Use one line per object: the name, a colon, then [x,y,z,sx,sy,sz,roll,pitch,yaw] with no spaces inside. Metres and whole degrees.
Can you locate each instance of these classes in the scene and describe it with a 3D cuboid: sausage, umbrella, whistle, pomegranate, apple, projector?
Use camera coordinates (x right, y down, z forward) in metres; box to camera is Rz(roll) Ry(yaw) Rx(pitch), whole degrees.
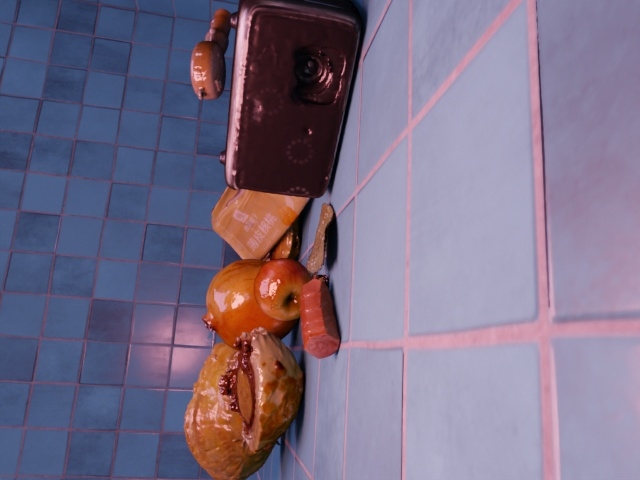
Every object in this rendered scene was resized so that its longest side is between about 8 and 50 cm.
sausage: [-0.006,0.132,0.919,0.169,0.065,0.065,-100,18,-57]
umbrella: [-0.014,0.110,1.054,0.037,0.040,0.144,56,155,16]
whistle: [-0.206,-0.361,0.989,0.107,0.057,0.220,85,-170,-63]
pomegranate: [-0.192,0.174,1.377,0.264,0.264,0.265,-174,90,-80]
apple: [-0.086,0.108,1.165,0.146,0.146,0.147,-174,90,-80]
projector: [-0.082,-0.351,1.115,0.405,0.241,0.395,-99,17,-56]

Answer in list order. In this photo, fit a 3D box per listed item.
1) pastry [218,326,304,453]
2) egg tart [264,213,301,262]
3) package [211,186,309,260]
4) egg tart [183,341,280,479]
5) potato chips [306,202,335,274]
pastry: [-0.118,0.348,1.193,0.237,0.170,0.256,57,136,42]
egg tart: [-0.122,-0.031,1.536,0.297,0.132,0.297,-10,79,60]
package: [-0.183,-0.107,1.390,0.311,0.164,0.221,-48,49,39]
egg tart: [-0.201,0.473,1.389,0.153,0.340,0.352,-16,34,38]
potato chips: [0.000,0.000,1.028,0.209,0.026,0.142,-119,49,-77]
